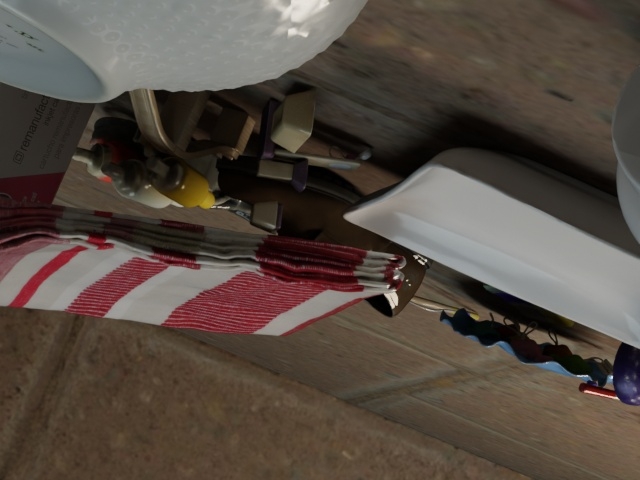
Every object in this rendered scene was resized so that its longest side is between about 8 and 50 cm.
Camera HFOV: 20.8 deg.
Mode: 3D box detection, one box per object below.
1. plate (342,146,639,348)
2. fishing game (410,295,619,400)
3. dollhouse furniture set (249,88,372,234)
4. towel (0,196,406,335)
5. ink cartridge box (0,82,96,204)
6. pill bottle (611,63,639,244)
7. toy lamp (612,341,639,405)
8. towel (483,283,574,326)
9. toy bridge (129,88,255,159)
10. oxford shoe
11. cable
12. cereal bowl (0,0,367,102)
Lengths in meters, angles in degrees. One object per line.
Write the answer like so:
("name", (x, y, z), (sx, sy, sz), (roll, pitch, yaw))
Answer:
("plate", (0.173, 0.005, 1.226), (0.277, 0.045, 0.278), (24, 170, -8))
("fishing game", (0.202, 0.095, 1.620), (0.189, 0.041, 0.264), (17, -174, -41))
("dollhouse furniture set", (0.003, -0.054, 1.216), (0.081, 0.091, 0.114), (8, 169, -10))
("towel", (-0.130, 0.033, 1.320), (0.329, 0.037, 0.237), (8, 164, -25))
("ink cartridge box", (-0.322, -0.094, 1.396), (0.237, 0.172, 0.100), (25, 168, -15))
("pill bottle", (0.202, -0.022, 0.822), (0.112, 0.112, 0.187), (16, 168, 30))
("toy lamp", (0.367, 0.130, 1.384), (0.275, 0.080, 0.080), (16, 169, 43))
("towel", (0.188, 0.058, 1.571), (0.060, 0.009, 0.083), (15, 168, 39))
("toy bridge", (-0.099, -0.092, 1.242), (0.026, 0.063, 0.188), (17, 168, 25))
("oxford shoe", (0.000, 0.000, 1.431), (0.227, 0.096, 0.083), (30, 169, -31))
("cable", (-0.103, -0.034, 1.530), (0.139, 0.072, 0.287), (14, 167, 40))
("cereal bowl", (-0.135, -0.157, 0.765), (0.339, 0.141, 0.339), (21, 169, 4))
